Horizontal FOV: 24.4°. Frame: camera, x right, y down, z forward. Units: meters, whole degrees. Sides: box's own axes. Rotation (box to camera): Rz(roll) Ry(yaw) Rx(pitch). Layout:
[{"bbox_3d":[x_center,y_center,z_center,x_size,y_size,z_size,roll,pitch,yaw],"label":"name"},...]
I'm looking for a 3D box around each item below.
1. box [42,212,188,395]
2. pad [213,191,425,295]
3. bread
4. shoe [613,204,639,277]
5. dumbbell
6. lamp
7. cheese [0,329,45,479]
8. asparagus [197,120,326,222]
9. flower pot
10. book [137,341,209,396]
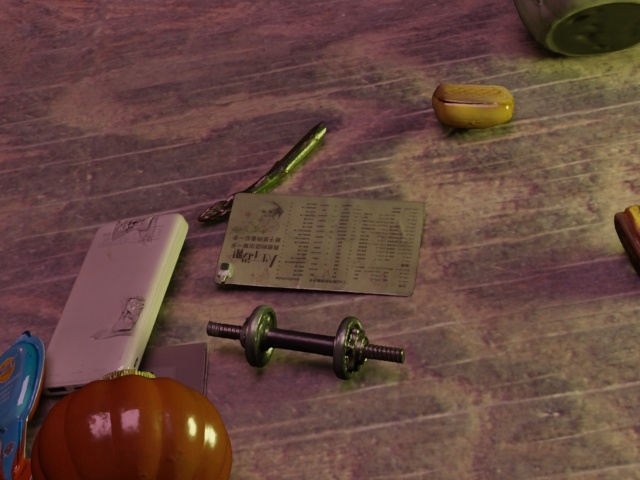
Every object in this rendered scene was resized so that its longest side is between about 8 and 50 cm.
[{"bbox_3d":[-0.267,0.078,1.909,0.142,0.044,0.285,-7,45,24],"label":"box"},{"bbox_3d":[0.000,0.000,1.950,0.265,0.009,0.159,3,51,9],"label":"pad"},{"bbox_3d":[0.213,-0.183,2.068,0.115,0.056,0.082,1,28,-4],"label":"bread"},{"bbox_3d":[0.415,0.000,1.842,0.069,0.072,0.109,-26,47,-7],"label":"shoe"},{"bbox_3d":[-0.020,0.124,1.803,0.254,0.081,0.081,7,48,18],"label":"dumbbell"},{"bbox_3d":[-0.208,0.242,1.632,0.223,0.223,0.196,-10,54,1],"label":"lamp"},{"bbox_3d":[-0.372,0.216,1.798,0.106,0.037,0.256,-36,41,29],"label":"cheese"},{"bbox_3d":[-0.075,-0.089,2.054,0.236,0.027,0.034,-40,72,-22],"label":"asparagus"},{"bbox_3d":[0.387,-0.385,2.102,0.246,0.246,0.195,-8,71,4],"label":"flower pot"},{"bbox_3d":[-0.204,0.201,1.812,0.127,0.014,0.181,-6,46,6],"label":"book"}]
